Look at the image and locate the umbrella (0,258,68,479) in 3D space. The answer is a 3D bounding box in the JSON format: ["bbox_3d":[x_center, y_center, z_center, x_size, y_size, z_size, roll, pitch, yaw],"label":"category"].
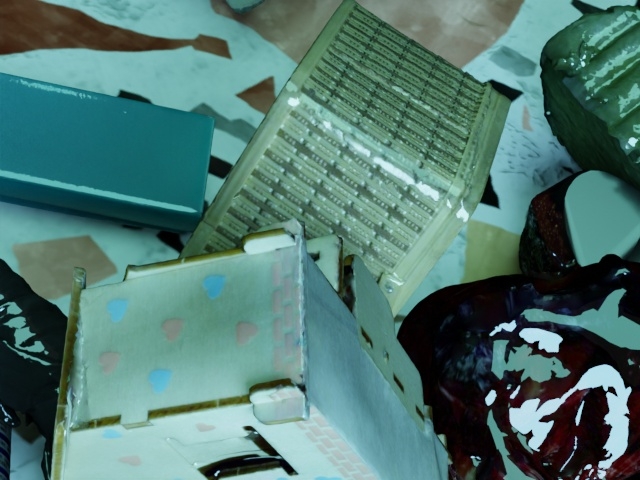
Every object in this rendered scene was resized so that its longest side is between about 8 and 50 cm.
[{"bbox_3d":[-0.187,0.137,1.057,0.358,0.106,0.113,49,21,-2],"label":"umbrella"}]

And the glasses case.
[{"bbox_3d":[-0.253,-0.081,1.266,0.301,0.070,0.117,13,58,-11],"label":"glasses case"}]

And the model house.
[{"bbox_3d":[-0.065,0.127,0.939,0.244,0.326,0.169,-15,53,16],"label":"model house"}]

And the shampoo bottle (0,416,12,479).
[{"bbox_3d":[-0.283,0.150,1.065,0.092,0.092,0.303,4,53,-16],"label":"shampoo bottle"}]

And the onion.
[{"bbox_3d":[0.196,0.121,1.138,0.280,0.221,0.281,-17,30,10],"label":"onion"}]

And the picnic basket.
[{"bbox_3d":[0.000,0.000,1.108,0.175,0.313,0.228,32,29,-4],"label":"picnic basket"}]

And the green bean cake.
[{"bbox_3d":[0.317,-0.110,1.356,0.125,0.222,0.227,-41,59,-5],"label":"green bean cake"}]

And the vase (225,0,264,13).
[{"bbox_3d":[0.056,-0.408,1.500,0.445,0.250,0.250,-29,67,-26],"label":"vase"}]

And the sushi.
[{"bbox_3d":[0.278,0.046,1.302,0.136,0.126,0.225,-23,70,-16],"label":"sushi"}]
